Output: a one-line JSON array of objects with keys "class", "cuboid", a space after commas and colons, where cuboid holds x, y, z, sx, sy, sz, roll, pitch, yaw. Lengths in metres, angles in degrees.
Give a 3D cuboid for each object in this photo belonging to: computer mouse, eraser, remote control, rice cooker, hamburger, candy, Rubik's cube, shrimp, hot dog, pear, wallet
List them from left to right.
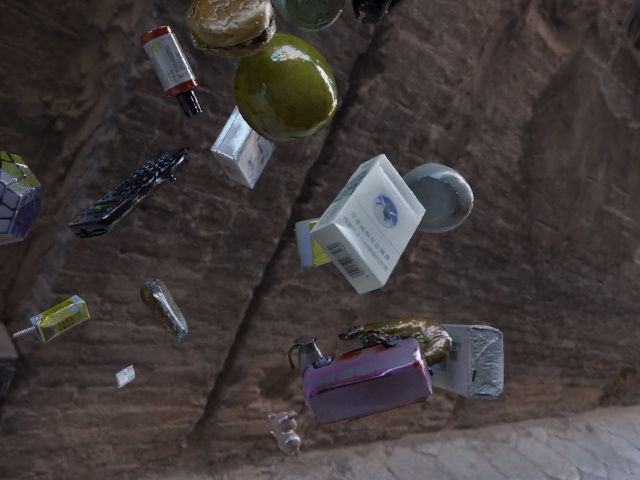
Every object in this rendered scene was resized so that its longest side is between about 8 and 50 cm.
[{"class": "Rubik's cube", "cuboid": [-1.008, -0.128, 1.829, 0.264, 0.318, 0.319, 21, 8, -3]}, {"class": "wallet", "cuboid": [-0.572, 0.398, 1.781, 0.011, 0.044, 0.083, -8, 7, 15]}, {"class": "remote control", "cuboid": [-0.481, -0.128, 1.578, 0.145, 0.062, 0.398, -7, 31, 31]}, {"class": "hot dog", "cuboid": [-0.594, 0.267, 2.316, 0.270, 0.082, 0.162, 62, 2, -13]}, {"class": "hamburger", "cuboid": [-0.211, -0.528, 1.457, 0.214, 0.213, 0.108, 27, -25, 20]}, {"class": "pear", "cuboid": [-0.106, -0.436, 1.722, 0.304, 0.303, 0.304, 24, 8, -4]}, {"class": "rice cooker", "cuboid": [-0.045, -0.755, 1.815, 0.226, 0.226, 0.244, 20, 23, -26]}, {"class": "eraser", "cuboid": [0.000, 0.000, 2.107, 0.069, 0.157, 0.226, -1, 8, 32]}, {"class": "computer mouse", "cuboid": [0.167, -0.731, 1.745, 0.146, 0.241, 0.078, 49, 44, 14]}, {"class": "shrimp", "cuboid": [0.187, 0.259, 1.516, 0.287, 0.063, 0.152, -3, 47, -2]}, {"class": "candy", "cuboid": [0.423, -0.159, 2.269, 0.296, 0.295, 0.185, 26, 38, 11]}]

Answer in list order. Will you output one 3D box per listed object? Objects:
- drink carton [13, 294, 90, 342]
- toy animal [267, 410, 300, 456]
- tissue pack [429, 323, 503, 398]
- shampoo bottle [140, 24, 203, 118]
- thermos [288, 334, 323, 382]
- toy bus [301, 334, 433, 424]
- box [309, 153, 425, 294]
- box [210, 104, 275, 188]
[{"class": "drink carton", "cuboid": [-0.776, 0.237, 1.754, 0.075, 0.084, 0.200, 24, 41, 35]}, {"class": "toy animal", "cuboid": [-0.106, 0.609, 1.929, 0.084, 0.089, 0.150, -15, 73, -27]}, {"class": "tissue pack", "cuboid": [0.416, 0.342, 1.762, 0.124, 0.201, 0.271, 1, -6, -11]}, {"class": "shampoo bottle", "cuboid": [-0.446, -0.509, 1.867, 0.104, 0.104, 0.278, -116, -179, -78]}, {"class": "thermos", "cuboid": [-0.056, 0.463, 2.363, 0.137, 0.193, 0.105, -13, 23, -1]}, {"class": "toy bus", "cuboid": [0.102, 0.322, 1.393, 0.303, 0.127, 0.147, -18, 17, 9]}, {"class": "box", "cuboid": [0.102, -0.038, 1.219, 0.164, 0.069, 0.256, 51, 45, -16]}, {"class": "box", "cuboid": [-0.287, -0.350, 2.305, 0.116, 0.203, 0.274, 25, -14, 14]}]
